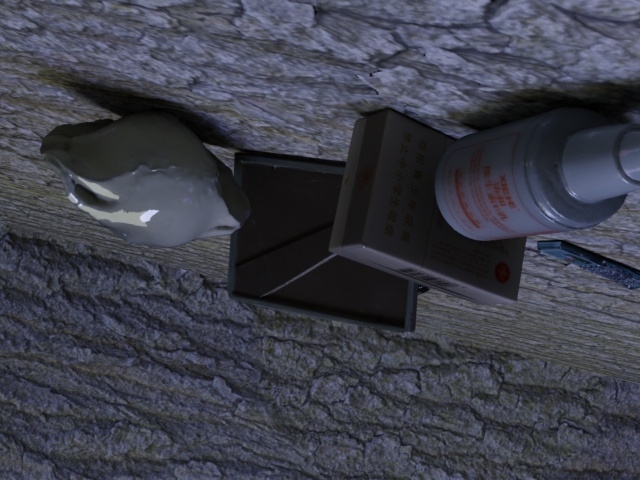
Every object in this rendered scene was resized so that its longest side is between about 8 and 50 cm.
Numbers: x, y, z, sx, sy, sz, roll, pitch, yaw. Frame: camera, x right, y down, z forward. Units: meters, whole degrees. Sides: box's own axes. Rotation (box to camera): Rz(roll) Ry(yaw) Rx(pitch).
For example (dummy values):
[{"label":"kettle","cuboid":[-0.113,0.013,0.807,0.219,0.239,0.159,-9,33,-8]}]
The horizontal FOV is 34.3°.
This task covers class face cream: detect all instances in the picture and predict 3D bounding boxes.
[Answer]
[{"label":"face cream","cuboid":[0.193,-0.056,0.836,0.101,0.101,0.252,18,170,-20]}]

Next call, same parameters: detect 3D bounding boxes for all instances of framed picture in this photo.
[{"label":"framed picture","cuboid":[0.000,0.000,1.224,0.260,0.188,0.023,8,-168,31]}]

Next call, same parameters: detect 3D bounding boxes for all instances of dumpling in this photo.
[{"label":"dumpling","cuboid":[-0.202,-0.084,1.193,0.258,0.147,0.193,8,-143,-37]}]

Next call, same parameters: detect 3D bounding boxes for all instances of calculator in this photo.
[{"label":"calculator","cuboid":[0.362,0.032,1.358,0.172,0.018,0.057,21,168,-25]}]

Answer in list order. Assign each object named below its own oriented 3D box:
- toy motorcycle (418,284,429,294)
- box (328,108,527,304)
[{"label":"toy motorcycle","cuboid":[0.053,0.014,1.293,0.188,0.143,0.327,4,165,-40]},{"label":"box","cuboid":[0.113,-0.027,1.009,0.201,0.141,0.058,18,165,-31]}]
